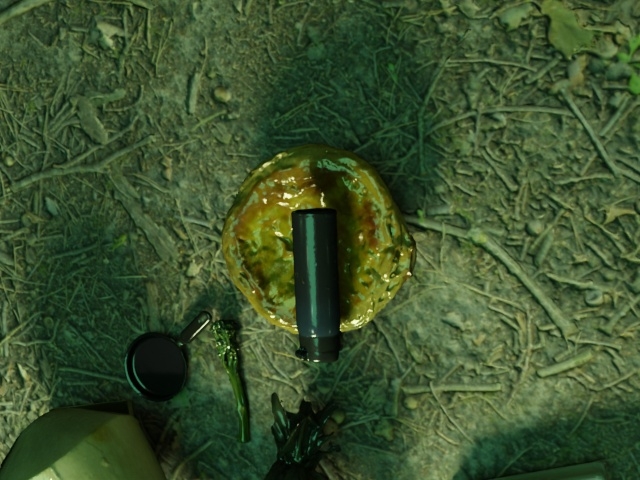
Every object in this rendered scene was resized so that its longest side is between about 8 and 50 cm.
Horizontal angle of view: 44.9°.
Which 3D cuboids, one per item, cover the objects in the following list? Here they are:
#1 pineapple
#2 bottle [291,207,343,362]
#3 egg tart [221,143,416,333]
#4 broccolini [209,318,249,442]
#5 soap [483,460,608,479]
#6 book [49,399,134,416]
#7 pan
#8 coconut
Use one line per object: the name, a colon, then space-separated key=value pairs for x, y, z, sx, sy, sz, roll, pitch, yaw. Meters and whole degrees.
pineapple: x=-0.032 y=0.429 z=1.283 sx=0.165 sy=0.165 sz=0.365 roll=-14 pitch=71 yaw=19
bottle: x=-0.003 y=0.072 z=1.226 sx=0.072 sy=0.082 sz=0.245 roll=11 pitch=104 yaw=61
egg tart: x=-0.004 y=0.002 z=1.318 sx=0.340 sy=0.129 sz=0.342 roll=2 pitch=95 yaw=17
broccolini: x=-0.162 y=0.261 z=1.438 sx=0.054 sy=0.051 sz=0.239 roll=-10 pitch=97 yaw=2
soap: x=0.335 y=0.472 z=1.252 sx=0.289 sy=0.095 sz=0.173 roll=-17 pitch=88 yaw=19
book: x=-0.439 y=0.468 z=1.552 sx=0.201 sy=0.026 sz=0.290 roll=-9 pitch=90 yaw=18
pan: x=-0.281 y=0.211 z=1.478 sx=0.235 sy=0.028 sz=0.136 roll=-43 pitch=81 yaw=20
coconut: x=-0.435 y=0.447 z=1.386 sx=0.322 sy=0.323 sz=0.323 roll=1 pitch=94 yaw=19
